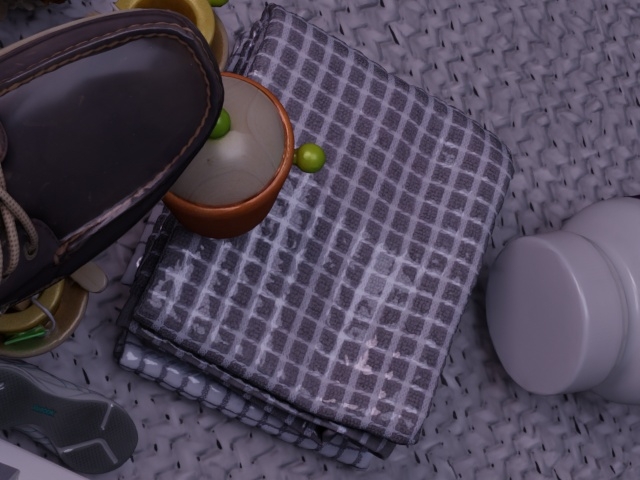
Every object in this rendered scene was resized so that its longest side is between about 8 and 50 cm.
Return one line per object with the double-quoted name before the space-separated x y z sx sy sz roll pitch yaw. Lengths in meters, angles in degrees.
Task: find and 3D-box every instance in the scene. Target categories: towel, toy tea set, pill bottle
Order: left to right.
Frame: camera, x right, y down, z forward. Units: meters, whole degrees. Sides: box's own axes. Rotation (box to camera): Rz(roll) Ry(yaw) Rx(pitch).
"toy tea set" -0.170 -0.048 0.835 0.336 0.124 0.200 -31 76 -12
"towel" 0.000 0.000 0.983 0.235 0.121 0.283 29 67 -19
"pill bottle" 0.292 0.043 1.100 0.302 0.169 0.169 -7 82 -29

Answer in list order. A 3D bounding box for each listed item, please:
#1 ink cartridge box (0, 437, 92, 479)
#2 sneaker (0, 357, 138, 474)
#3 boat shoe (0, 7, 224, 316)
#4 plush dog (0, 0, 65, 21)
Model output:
"ink cartridge box" -0.265 0.180 0.819 0.218 0.092 0.158 30 67 -21
"sneaker" -0.184 0.108 0.898 0.152 0.061 0.053 35 90 -39
"boat shoe" -0.198 0.002 0.706 0.355 0.130 0.132 -35 111 -6
"plush dog" -0.265 -0.190 0.822 0.262 0.225 0.210 26 68 -21
